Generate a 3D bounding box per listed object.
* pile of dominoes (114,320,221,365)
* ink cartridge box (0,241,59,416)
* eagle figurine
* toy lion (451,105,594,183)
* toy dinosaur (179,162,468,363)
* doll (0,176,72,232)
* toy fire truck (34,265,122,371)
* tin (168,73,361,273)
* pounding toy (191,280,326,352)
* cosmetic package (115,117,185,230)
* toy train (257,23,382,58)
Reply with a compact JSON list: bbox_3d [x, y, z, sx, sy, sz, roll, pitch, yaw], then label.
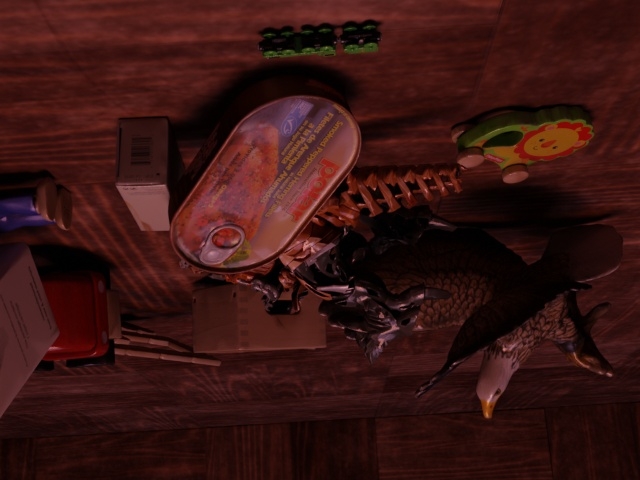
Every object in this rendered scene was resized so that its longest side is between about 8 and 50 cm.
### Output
[{"bbox_3d":[-0.288,0.142,1.285,0.196,0.040,0.251,16,179,39],"label":"pile of dominoes"},{"bbox_3d":[-0.385,0.121,0.835,0.196,0.114,0.273,-5,-153,14],"label":"ink cartridge box"},{"bbox_3d":[0.184,0.079,1.009,0.298,0.225,0.226,19,143,-35],"label":"eagle figurine"},{"bbox_3d":[0.175,-0.087,0.796,0.100,0.034,0.096,12,150,-40],"label":"toy lion"},{"bbox_3d":[0.000,0.000,0.862,0.218,0.164,0.322,28,169,-32],"label":"toy dinosaur"},{"bbox_3d":[-0.329,-0.022,0.875,0.188,0.046,0.129,-5,167,5],"label":"doll"},{"bbox_3d":[-0.362,0.068,1.039,0.217,0.159,0.246,-6,173,11],"label":"toy fire truck"},{"bbox_3d":[-0.046,-0.048,0.737,0.106,0.040,0.190,21,126,-29],"label":"tin"},{"bbox_3d":[-0.079,0.100,1.254,0.181,0.094,0.206,2,172,-34],"label":"pounding toy"},{"bbox_3d":[-0.140,-0.052,0.792,0.041,0.060,0.115,-1,161,-1],"label":"cosmetic package"},{"bbox_3d":[0.000,-0.132,0.635,0.083,0.017,0.024,-4,173,2],"label":"toy train"}]
